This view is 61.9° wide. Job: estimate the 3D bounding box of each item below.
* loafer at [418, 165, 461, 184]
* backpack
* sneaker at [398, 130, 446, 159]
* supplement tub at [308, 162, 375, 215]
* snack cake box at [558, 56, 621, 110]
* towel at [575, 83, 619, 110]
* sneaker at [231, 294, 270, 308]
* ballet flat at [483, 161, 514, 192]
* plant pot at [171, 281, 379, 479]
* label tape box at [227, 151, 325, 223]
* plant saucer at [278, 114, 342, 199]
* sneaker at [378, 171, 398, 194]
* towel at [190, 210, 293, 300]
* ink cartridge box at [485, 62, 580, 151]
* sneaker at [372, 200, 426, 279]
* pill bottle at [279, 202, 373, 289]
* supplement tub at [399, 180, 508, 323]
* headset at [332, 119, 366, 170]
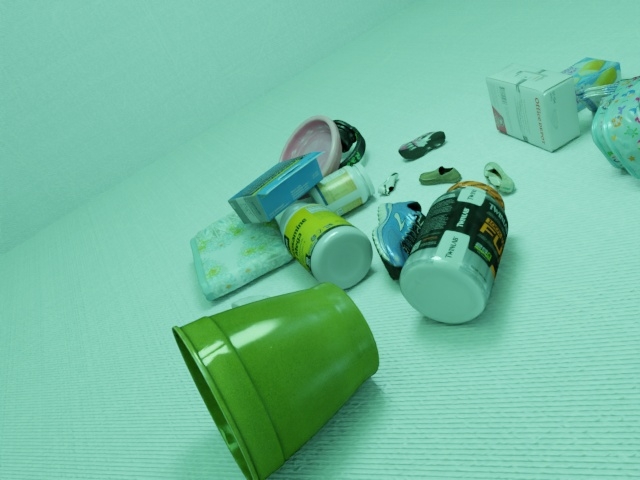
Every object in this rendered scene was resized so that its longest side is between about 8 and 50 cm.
[{"bbox_3d":[0.390,-0.218,1.754,0.148,0.050,0.056,-2,39,36],"label":"loafer"},{"bbox_3d":[0.820,-0.285,1.361,0.191,0.225,0.254,-25,27,50],"label":"backpack"},{"bbox_3d":[0.370,-0.352,1.967,0.178,0.072,0.077,-19,19,-2],"label":"sneaker"},{"bbox_3d":[0.072,-0.167,1.834,0.199,0.144,0.144,-29,31,-3],"label":"supplement tub"},{"bbox_3d":[0.847,-0.509,1.794,0.264,0.089,0.152,-30,32,-4],"label":"snack cake box"},{"bbox_3d":[0.923,-0.425,1.565,0.284,0.034,0.209,1,0,37],"label":"towel"},{"bbox_3d":[-0.173,0.196,1.562,0.094,0.080,0.212,-32,28,-32],"label":"sneaker"},{"bbox_3d":[0.523,-0.196,1.603,0.052,0.057,0.168,5,27,-16],"label":"ballet flat"},{"bbox_3d":[-0.077,0.267,1.154,0.352,0.367,0.366,-27,29,-21],"label":"plant pot"},{"bbox_3d":[-0.130,-0.169,1.751,0.249,0.115,0.347,-40,19,-22],"label":"label tape box"},{"bbox_3d":[-0.034,-0.301,1.999,0.332,0.084,0.332,-25,54,41],"label":"plant saucer"},{"bbox_3d":[0.245,-0.195,1.853,0.043,0.040,0.109,22,58,32],"label":"sneaker"},{"bbox_3d":[-0.286,0.021,1.859,0.320,0.090,0.374,-29,37,-1],"label":"towel"},{"bbox_3d":[0.671,-0.428,1.694,0.117,0.207,0.283,-29,32,-6],"label":"ink cartridge box"},{"bbox_3d":[0.237,-0.021,1.508,0.147,0.130,0.330,-17,32,22],"label":"sneaker"},{"bbox_3d":[0.000,0.000,1.601,0.187,0.188,0.334,-34,31,-11],"label":"pill bottle"},{"bbox_3d":[0.336,0.016,1.298,0.207,0.207,0.338,-3,39,35],"label":"supplement tub"},{"bbox_3d":[0.049,-0.373,2.185,0.243,0.185,0.394,-40,42,5],"label":"headset"}]
